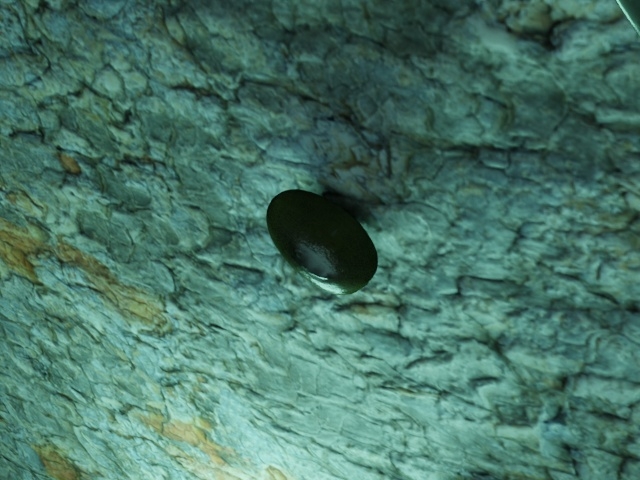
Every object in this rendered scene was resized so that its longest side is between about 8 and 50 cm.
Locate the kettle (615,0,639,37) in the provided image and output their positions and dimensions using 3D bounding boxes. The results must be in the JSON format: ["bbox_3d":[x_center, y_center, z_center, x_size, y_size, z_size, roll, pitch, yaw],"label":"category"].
[{"bbox_3d":[0.324,-0.291,0.710,0.342,0.247,0.319,-30,145,20],"label":"kettle"}]

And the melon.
[{"bbox_3d":[0.000,0.000,1.375,0.162,0.099,0.099,42,141,4],"label":"melon"}]
